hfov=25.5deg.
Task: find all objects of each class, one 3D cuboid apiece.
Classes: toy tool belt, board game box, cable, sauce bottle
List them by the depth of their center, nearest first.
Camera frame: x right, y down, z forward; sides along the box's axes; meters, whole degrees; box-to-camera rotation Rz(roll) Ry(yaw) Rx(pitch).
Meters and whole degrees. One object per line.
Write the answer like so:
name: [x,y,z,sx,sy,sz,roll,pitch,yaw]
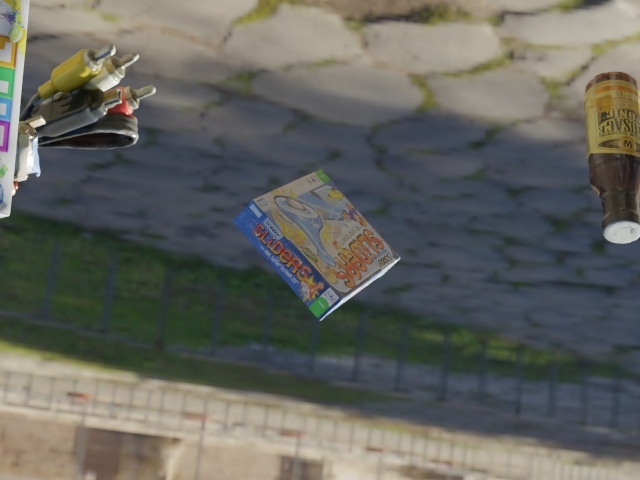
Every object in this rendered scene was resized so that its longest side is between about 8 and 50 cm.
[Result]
board game box: [-0.178,-0.055,0.646,0.026,0.104,0.154,9,169,-33]
sauce bottle: [0.202,-0.057,0.961,0.042,0.128,0.042,1,144,1]
toy tool belt: [-0.274,-0.077,1.298,0.051,0.052,0.083,-26,147,-27]
board game box: [0.000,0.000,1.487,0.035,0.136,0.201,-44,176,23]
cable: [-0.323,-0.138,1.607,0.287,0.072,0.139,-14,149,17]
